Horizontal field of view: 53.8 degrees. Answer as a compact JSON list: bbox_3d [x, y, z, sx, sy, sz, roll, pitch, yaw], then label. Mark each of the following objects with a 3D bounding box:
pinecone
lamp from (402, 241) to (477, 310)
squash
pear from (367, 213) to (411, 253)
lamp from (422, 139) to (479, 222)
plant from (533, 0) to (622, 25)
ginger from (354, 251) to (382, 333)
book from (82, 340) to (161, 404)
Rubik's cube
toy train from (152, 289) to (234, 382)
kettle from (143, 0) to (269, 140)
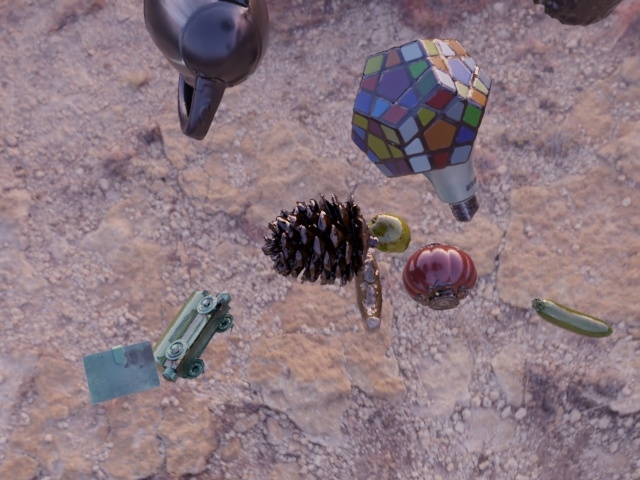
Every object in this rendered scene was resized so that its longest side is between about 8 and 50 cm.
[{"bbox_3d":[0.000,0.000,1.468,0.272,0.224,0.224,-3,60,-2],"label":"pinecone"},{"bbox_3d":[0.362,0.103,1.926,0.226,0.227,0.227,-6,60,10],"label":"lamp"},{"bbox_3d":[0.713,0.225,1.806,0.258,0.069,0.069,21,65,-6],"label":"squash"},{"bbox_3d":[0.187,-0.020,1.716,0.107,0.131,0.107,-41,29,28],"label":"pear"},{"bbox_3d":[0.266,-0.196,1.308,0.182,0.314,0.182,-32,31,22],"label":"lamp"},{"bbox_3d":[0.370,-0.389,0.828,0.132,0.194,0.129,-19,63,-26],"label":"plant"},{"bbox_3d":[0.137,0.149,1.769,0.080,0.166,0.333,-8,46,-1],"label":"ginger"},{"bbox_3d":[-0.398,0.260,1.263,0.135,0.017,0.103,-11,75,-23],"label":"book"},{"bbox_3d":[0.089,-0.117,0.567,0.133,0.112,0.133,19,52,-26],"label":"Rubik's cube"},{"bbox_3d":[-0.383,0.262,1.825,0.189,0.126,0.307,13,56,29],"label":"toy train"},{"bbox_3d":[-0.185,-0.322,0.999,0.250,0.207,0.271,-38,36,8],"label":"kettle"}]
